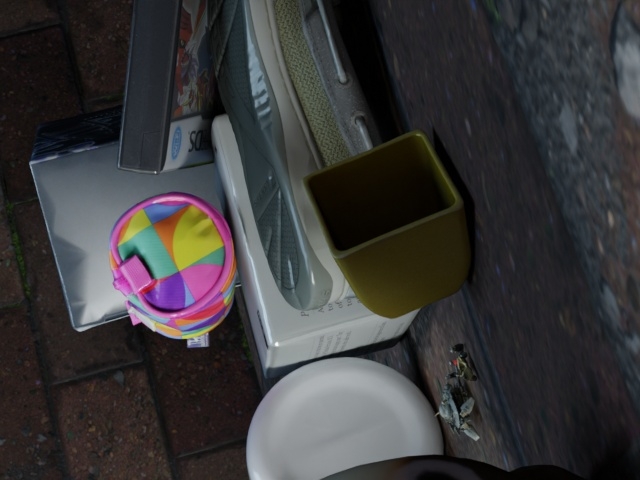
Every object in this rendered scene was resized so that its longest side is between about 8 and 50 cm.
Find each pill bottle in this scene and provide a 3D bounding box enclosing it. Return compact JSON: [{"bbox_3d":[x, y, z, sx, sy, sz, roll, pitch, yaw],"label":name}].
[{"bbox_3d":[0.021,0.217,1.176,0.264,0.153,0.153,89,165,-60],"label":"pill bottle"}]

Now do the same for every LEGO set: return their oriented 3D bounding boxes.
[{"bbox_3d":[0.088,0.105,0.940,0.054,0.023,0.083,-115,13,-58],"label":"LEGO set"}]

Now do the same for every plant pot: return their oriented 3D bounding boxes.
[{"bbox_3d":[0.046,-0.001,0.853,0.081,0.082,0.083,-112,0,-49],"label":"plant pot"}]

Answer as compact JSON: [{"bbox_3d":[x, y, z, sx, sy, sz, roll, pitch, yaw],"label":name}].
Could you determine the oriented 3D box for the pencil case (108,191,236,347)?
[{"bbox_3d":[-0.117,0.028,1.137,0.236,0.104,0.104,110,145,-79],"label":"pencil case"}]

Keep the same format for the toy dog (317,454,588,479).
[{"bbox_3d":[0.077,0.296,0.618,0.395,0.285,0.407,21,-125,-76],"label":"toy dog"}]

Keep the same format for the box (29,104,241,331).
[{"bbox_3d":[-0.201,-0.063,1.801,0.395,0.294,0.212,-132,29,-75],"label":"box"}]

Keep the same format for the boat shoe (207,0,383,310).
[{"bbox_3d":[-0.008,-0.112,0.988,0.118,0.103,0.320,130,128,-66],"label":"boat shoe"}]

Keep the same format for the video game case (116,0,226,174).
[{"bbox_3d":[-0.093,-0.193,1.099,0.248,0.035,0.274,-30,-52,-79],"label":"video game case"}]

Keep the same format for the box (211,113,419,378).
[{"bbox_3d":[-0.008,-0.001,1.107,0.182,0.119,0.181,105,151,-76],"label":"box"}]
